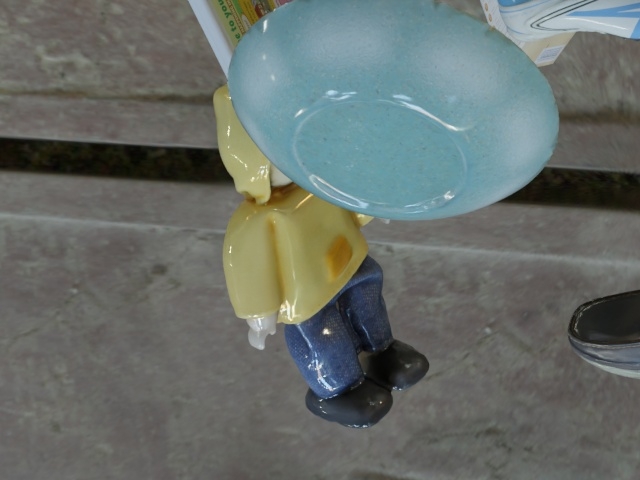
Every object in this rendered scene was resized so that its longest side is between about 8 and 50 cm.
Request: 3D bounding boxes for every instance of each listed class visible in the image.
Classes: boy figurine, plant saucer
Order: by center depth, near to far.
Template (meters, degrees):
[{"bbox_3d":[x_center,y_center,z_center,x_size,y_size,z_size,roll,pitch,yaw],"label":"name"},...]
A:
[{"bbox_3d":[0.036,-0.059,0.624,0.194,0.195,0.037,5,58,16],"label":"plant saucer"},{"bbox_3d":[0.000,0.000,0.844,0.092,0.177,0.285,15,133,46],"label":"boy figurine"}]

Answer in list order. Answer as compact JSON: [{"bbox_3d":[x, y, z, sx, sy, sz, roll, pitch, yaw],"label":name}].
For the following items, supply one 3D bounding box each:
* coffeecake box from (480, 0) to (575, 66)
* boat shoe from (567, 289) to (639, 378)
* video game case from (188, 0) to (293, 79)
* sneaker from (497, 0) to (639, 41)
[{"bbox_3d":[0.239,-0.316,1.284,0.068,0.142,0.186,-13,74,-12],"label":"coffeecake box"},{"bbox_3d":[0.462,0.080,1.330,0.355,0.132,0.130,-9,133,36],"label":"boat shoe"},{"bbox_3d":[-0.051,-0.254,1.049,0.023,0.193,0.212,-4,120,45],"label":"video game case"},{"bbox_3d":[0.248,-0.213,0.897,0.237,0.085,0.086,3,125,40],"label":"sneaker"}]
